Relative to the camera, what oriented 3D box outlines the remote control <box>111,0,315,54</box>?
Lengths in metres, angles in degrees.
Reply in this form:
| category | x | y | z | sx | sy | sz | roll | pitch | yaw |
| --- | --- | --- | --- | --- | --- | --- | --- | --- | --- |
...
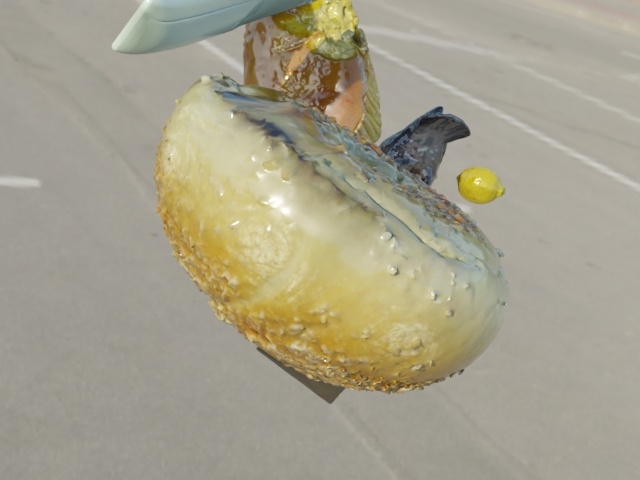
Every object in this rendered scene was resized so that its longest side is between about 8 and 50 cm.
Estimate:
| category | x | y | z | sx | sy | sz | roll | pitch | yaw |
| --- | --- | --- | --- | --- | --- | --- | --- | --- | --- |
| remote control | -0.084 | -0.255 | 1.066 | 0.293 | 0.103 | 0.051 | -28 | 87 | -38 |

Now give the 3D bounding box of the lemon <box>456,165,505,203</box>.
| category | x | y | z | sx | sy | sz | roll | pitch | yaw |
| --- | --- | --- | --- | --- | --- | --- | --- | --- | --- |
| lemon | 0.258 | -0.089 | 1.614 | 0.083 | 0.062 | 0.062 | 20 | 21 | 20 |

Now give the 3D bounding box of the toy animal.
| category | x | y | z | sx | sy | sz | roll | pitch | yaw |
| --- | --- | --- | --- | --- | --- | --- | --- | --- | --- |
| toy animal | 0.144 | -0.109 | 1.727 | 0.122 | 0.298 | 0.185 | 20 | 28 | -13 |

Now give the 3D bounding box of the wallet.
| category | x | y | z | sx | sy | sz | roll | pitch | yaw |
| --- | --- | --- | --- | --- | --- | --- | --- | --- | --- |
| wallet | -0.029 | 0.202 | 1.621 | 0.157 | 0.082 | 0.018 | 35 | 46 | 2 |

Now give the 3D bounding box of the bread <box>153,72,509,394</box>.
| category | x | y | z | sx | sy | sz | roll | pitch | yaw |
| --- | --- | --- | --- | --- | --- | --- | --- | --- | --- |
| bread | 0.000 | 0.000 | 0.738 | 0.305 | 0.158 | 0.305 | 37 | 10 | -8 |

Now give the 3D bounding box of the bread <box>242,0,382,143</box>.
| category | x | y | z | sx | sy | sz | roll | pitch | yaw |
| --- | --- | --- | --- | --- | --- | --- | --- | --- | --- |
| bread | -0.013 | -0.213 | 1.343 | 0.179 | 0.250 | 0.133 | -9 | -16 | 15 |
